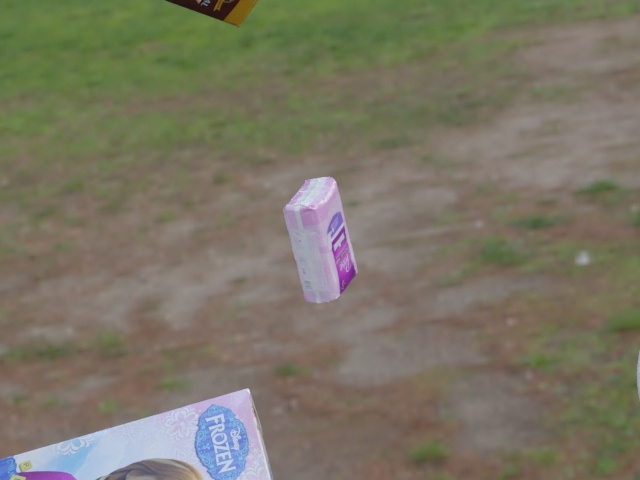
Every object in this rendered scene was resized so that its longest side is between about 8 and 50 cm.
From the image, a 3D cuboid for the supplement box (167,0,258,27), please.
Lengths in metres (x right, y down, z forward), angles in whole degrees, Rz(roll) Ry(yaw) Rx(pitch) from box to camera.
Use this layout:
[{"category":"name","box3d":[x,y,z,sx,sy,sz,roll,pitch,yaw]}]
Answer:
[{"category":"supplement box","box3d":[-0.146,-0.319,1.638,0.194,0.129,0.191,14,31,-47]}]

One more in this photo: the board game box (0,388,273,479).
[{"category":"board game box","box3d":[-0.189,0.316,1.815,0.318,0.066,0.319,-16,41,-2]}]

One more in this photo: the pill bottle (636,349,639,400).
[{"category":"pill bottle","box3d":[0.412,0.107,1.723,0.210,0.210,0.363,-5,14,19]}]

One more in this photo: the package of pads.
[{"category":"package of pads","box3d":[0.000,0.000,1.356,0.032,0.083,0.050,0,28,26]}]
